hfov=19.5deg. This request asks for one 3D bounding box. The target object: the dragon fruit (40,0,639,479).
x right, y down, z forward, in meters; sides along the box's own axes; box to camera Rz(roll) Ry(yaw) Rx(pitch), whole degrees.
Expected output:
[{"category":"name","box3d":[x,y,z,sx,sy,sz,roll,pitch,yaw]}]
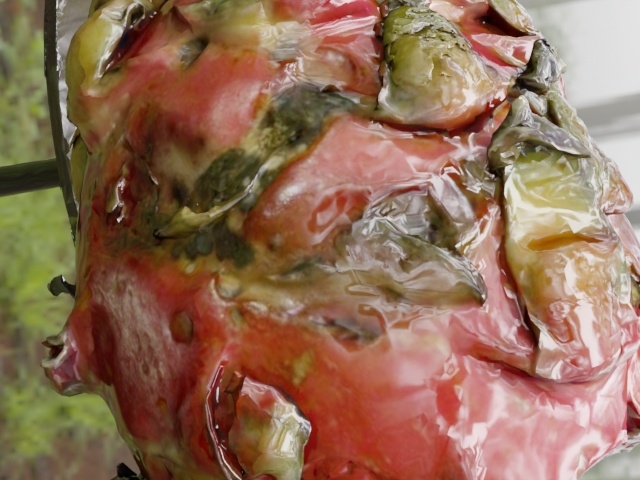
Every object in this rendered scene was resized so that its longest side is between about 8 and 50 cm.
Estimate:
[{"category":"dragon fruit","box3d":[0.000,0.000,0.781,0.291,0.269,0.250,59,-5,6]}]

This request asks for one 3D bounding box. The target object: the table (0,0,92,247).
[{"category":"table","box3d":[-0.147,-0.148,1.119,0.317,0.249,0.317,-8,100,-50]}]
